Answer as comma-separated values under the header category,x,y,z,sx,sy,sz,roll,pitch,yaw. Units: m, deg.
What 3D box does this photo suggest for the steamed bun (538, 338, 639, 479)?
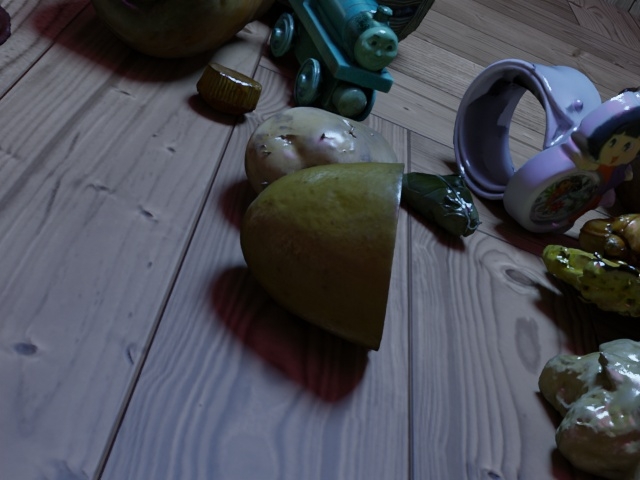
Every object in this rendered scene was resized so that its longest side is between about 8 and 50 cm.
category,x,y,z,sx,sy,sz,roll,pitch,yaw
steamed bun,0.367,0.182,1.050,0.295,0.137,0.292,37,30,17

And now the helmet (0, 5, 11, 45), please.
category,x,y,z,sx,sy,sz,roll,pitch,yaw
helmet,-0.429,-0.126,0.798,0.337,0.230,0.385,19,19,-16

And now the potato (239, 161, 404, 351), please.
category,x,y,z,sx,sy,sz,roll,pitch,yaw
potato,0.000,0.000,1.042,0.158,0.178,0.204,12,52,5

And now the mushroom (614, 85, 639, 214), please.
category,x,y,z,sx,sy,sz,roll,pitch,yaw
mushroom,0.558,-0.124,1.683,0.263,0.195,0.283,15,45,-37

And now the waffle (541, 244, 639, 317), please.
category,x,y,z,sx,sy,sz,roll,pitch,yaw
waffle,0.416,0.079,1.270,0.311,0.060,0.307,21,5,-3

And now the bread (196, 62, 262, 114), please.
category,x,y,z,sx,sy,sz,roll,pitch,yaw
bread,-0.120,-0.192,1.374,0.085,0.053,0.085,24,15,-7

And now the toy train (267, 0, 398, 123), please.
category,x,y,z,sx,sy,sz,roll,pitch,yaw
toy train,0.026,-0.304,1.543,0.120,0.194,0.298,13,31,-27

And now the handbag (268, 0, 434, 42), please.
category,x,y,z,sx,sy,sz,roll,pitch,yaw
handbag,0.026,-0.453,1.774,0.340,0.247,0.240,29,36,3

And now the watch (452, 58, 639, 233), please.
category,x,y,z,sx,sy,sz,roll,pitch,yaw
watch,0.322,-0.154,1.481,0.196,0.244,0.231,5,41,-35

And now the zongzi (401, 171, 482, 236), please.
category,x,y,z,sx,sy,sz,roll,pitch,yaw
zongzi,0.138,-0.047,1.348,0.119,0.055,0.109,6,33,-13

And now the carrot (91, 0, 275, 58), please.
category,x,y,z,sx,sy,sz,roll,pitch,yaw
carrot,-0.181,-0.373,1.465,0.224,0.224,0.341,27,20,3

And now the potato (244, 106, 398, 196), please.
category,x,y,z,sx,sy,sz,roll,pitch,yaw
potato,0.014,-0.088,1.225,0.234,0.128,0.161,9,35,-40

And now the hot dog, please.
category,x,y,z,sx,sy,sz,roll,pitch,yaw
hot dog,0.429,0.001,1.476,0.102,0.076,0.249,-6,0,30
